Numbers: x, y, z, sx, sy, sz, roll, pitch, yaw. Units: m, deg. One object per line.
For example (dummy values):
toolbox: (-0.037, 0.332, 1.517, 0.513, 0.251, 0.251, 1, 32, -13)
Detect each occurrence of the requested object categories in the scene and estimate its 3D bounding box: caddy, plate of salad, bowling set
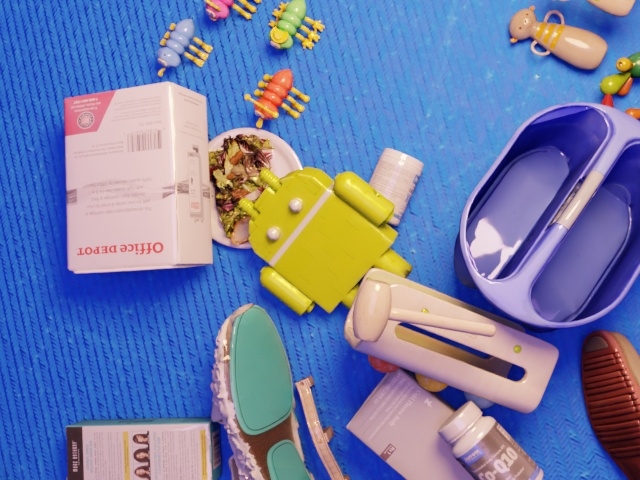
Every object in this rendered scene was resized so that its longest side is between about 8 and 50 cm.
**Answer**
caddy: (0.335, -0.031, 1.054, 0.241, 0.179, 0.341, 35, 76, 8)
plate of salad: (-0.125, -0.087, 1.232, 0.200, 0.048, 0.199, 0, 87, 10)
bowling set: (0.402, -0.414, 1.093, 0.154, 0.200, 0.287, 27, 88, 11)

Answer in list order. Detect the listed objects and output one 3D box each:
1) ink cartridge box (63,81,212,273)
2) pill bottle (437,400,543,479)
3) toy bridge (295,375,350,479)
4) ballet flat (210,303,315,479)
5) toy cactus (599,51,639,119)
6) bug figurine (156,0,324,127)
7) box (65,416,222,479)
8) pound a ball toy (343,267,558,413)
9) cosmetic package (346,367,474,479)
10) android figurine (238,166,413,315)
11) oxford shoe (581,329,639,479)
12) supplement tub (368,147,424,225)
ink cartridge box: (-0.292, -0.092, 1.209, 0.207, 0.117, 0.282, -4, 87, 21)
pill bottle: (0.231, 0.293, 1.041, 0.078, 0.078, 0.137, -44, 81, 5)
toy bridge: (0.004, 0.307, 1.183, 0.026, 0.063, 0.188, -22, 83, 8)
ballet flat: (-0.105, 0.309, 1.173, 0.147, 0.147, 0.408, -16, 84, 8)
toy cactus: (0.520, -0.266, 1.117, 0.219, 0.112, 0.180, -6, 76, 17)
bug figurine: (-0.132, -0.322, 1.233, 0.279, 0.072, 0.216, 28, 92, 10)
box: (-0.287, 0.343, 1.229, 0.244, 0.060, 0.100, -3, 86, 9)
pound a ball toy: (0.163, 0.150, 1.042, 0.319, 0.208, 0.135, 21, 94, -12)
cosmetic package: (0.170, 0.306, 1.136, 0.238, 0.107, 0.127, 37, 90, 12)
android figurine: (0.000, 0.000, 1.162, 0.273, 0.056, 0.248, 40, 118, -3)
oxford shoe: (0.492, 0.284, 1.096, 0.130, 0.123, 0.348, -18, 82, -18)
supplement tub: (0.110, -0.082, 1.181, 0.071, 0.071, 0.107, 24, 92, 10)
